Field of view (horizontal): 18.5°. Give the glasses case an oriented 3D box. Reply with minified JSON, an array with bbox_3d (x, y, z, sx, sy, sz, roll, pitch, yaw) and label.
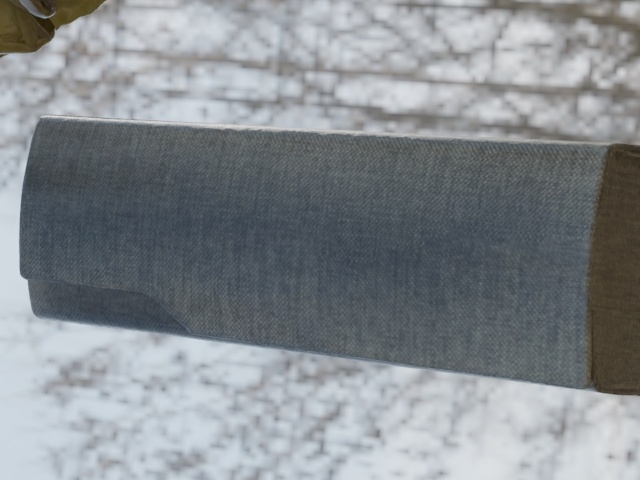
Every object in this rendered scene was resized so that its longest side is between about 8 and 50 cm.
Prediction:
[{"bbox_3d":[0.000,0.000,0.593,0.047,0.205,0.071,5,-90,-57],"label":"glasses case"}]

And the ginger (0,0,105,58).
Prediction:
[{"bbox_3d":[-0.211,-0.263,1.259,0.413,0.211,0.358,-17,-57,-42],"label":"ginger"}]
